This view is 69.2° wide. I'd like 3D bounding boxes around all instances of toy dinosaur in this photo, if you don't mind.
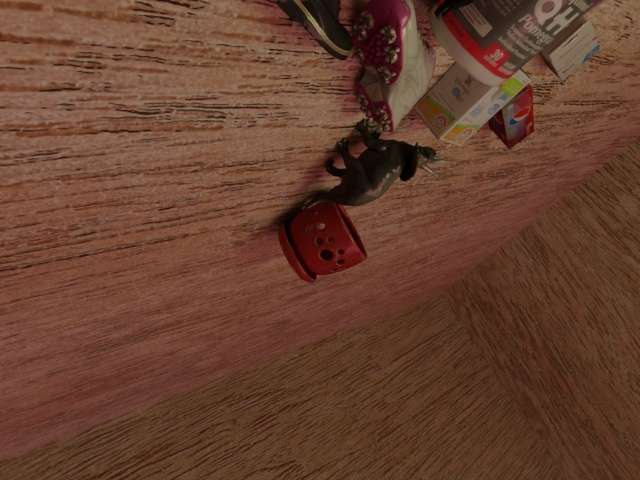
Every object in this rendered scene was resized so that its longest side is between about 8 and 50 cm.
[{"bbox_3d":[0.101,-0.149,0.995,0.313,0.160,0.121,-33,158,2],"label":"toy dinosaur"}]

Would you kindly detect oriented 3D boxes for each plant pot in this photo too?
[{"bbox_3d":[0.000,0.000,1.155,0.174,0.191,0.191,-28,159,8],"label":"plant pot"}]

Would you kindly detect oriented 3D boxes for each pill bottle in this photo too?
[{"bbox_3d":[0.331,-0.399,0.681,0.176,0.176,0.318,-8,156,-44],"label":"pill bottle"}]

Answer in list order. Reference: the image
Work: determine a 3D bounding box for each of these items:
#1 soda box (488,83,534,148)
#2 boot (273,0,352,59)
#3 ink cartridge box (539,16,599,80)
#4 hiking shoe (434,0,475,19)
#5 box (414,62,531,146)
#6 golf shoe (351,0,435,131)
[{"bbox_3d":[0.479,-0.330,1.179,0.083,0.092,0.263,-38,157,15],"label":"soda box"},{"bbox_3d":[0.021,-0.336,0.613,0.137,0.077,0.198,-44,156,19],"label":"boot"},{"bbox_3d":[0.569,-0.452,1.071,0.104,0.061,0.181,-43,156,27],"label":"ink cartridge box"},{"bbox_3d":[0.134,-0.281,0.421,0.114,0.086,0.227,-38,161,16],"label":"hiking shoe"},{"bbox_3d":[0.323,-0.314,0.997,0.114,0.103,0.203,-1,144,-50],"label":"box"},{"bbox_3d":[0.132,-0.311,0.780,0.140,0.115,0.306,-39,166,-6],"label":"golf shoe"}]
